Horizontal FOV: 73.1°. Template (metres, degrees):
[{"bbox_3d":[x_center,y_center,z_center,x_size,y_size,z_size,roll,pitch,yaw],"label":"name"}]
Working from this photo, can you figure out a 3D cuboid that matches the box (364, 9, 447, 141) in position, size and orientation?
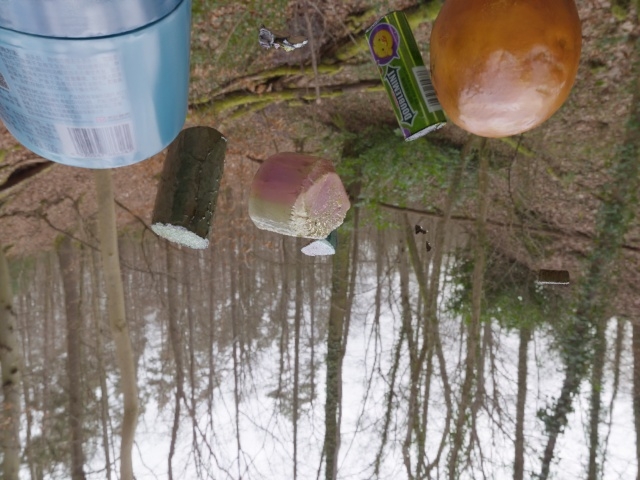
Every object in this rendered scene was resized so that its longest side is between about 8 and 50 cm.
[{"bbox_3d":[0.246,-0.473,1.265,0.097,0.346,0.134,-22,-178,-40],"label":"box"}]

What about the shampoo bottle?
[{"bbox_3d":[-0.375,-0.334,0.676,0.331,0.331,0.343,-4,154,-19],"label":"shampoo bottle"}]

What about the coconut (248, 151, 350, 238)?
[{"bbox_3d":[-0.066,-0.111,1.114,0.245,0.233,0.233,19,-162,40],"label":"coconut"}]

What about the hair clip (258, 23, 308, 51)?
[{"bbox_3d":[-0.110,-0.537,1.137,0.116,0.049,0.172,29,-147,7],"label":"hair clip"}]

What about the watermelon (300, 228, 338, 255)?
[{"bbox_3d":[0.009,-0.001,1.260,0.094,0.081,0.180,0,-162,33],"label":"watermelon"}]

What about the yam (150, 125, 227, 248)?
[{"bbox_3d":[-0.345,-0.140,1.148,0.168,0.304,0.168,4,163,1],"label":"yam"}]

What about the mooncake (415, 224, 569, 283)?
[{"bbox_3d":[0.361,0.037,0.971,0.346,0.057,0.150,20,180,21],"label":"mooncake"}]

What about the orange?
[{"bbox_3d":[0.311,-0.323,0.755,0.226,0.284,0.284,-11,-176,7],"label":"orange"}]
